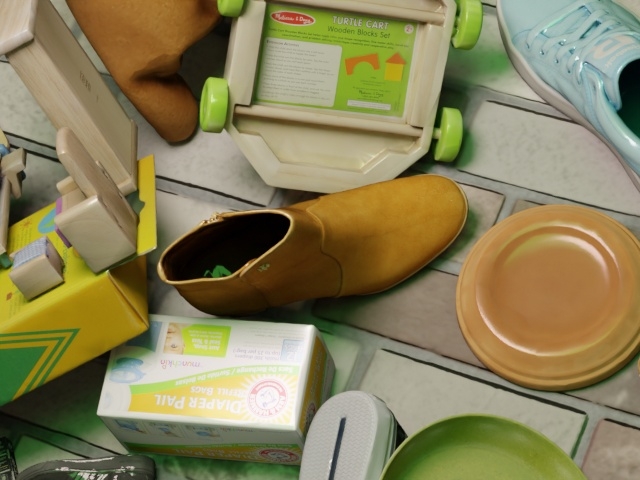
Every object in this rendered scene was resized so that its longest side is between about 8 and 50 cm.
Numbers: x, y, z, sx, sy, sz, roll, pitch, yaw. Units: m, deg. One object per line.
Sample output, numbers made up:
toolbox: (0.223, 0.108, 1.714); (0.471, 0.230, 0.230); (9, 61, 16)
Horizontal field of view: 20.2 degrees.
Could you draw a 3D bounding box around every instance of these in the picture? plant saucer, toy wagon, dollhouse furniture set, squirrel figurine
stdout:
plant saucer: (0.149, 0.275, 1.610); (0.241, 0.037, 0.241); (9, 64, -20)
toy wagon: (0.027, -0.218, 1.805); (0.267, 0.068, 0.344); (6, 103, -14)
plant saucer: (0.230, 0.049, 1.758); (0.200, 0.037, 0.200); (-5, 63, 10)
dollhouse furniture set: (-0.356, -0.065, 1.740); (0.303, 0.198, 0.286); (-27, 29, 10)
squirrel figurine: (-0.115, -0.366, 1.844); (0.370, 0.397, 0.281); (-29, 56, 7)

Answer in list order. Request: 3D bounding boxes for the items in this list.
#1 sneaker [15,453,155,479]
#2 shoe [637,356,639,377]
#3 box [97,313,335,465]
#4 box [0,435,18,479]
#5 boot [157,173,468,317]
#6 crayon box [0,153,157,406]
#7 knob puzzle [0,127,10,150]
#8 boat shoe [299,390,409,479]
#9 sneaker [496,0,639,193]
sneaker: (-0.215, 0.258, 1.746); (0.170, 0.051, 0.089); (-8, 58, 5)
shoe: (0.395, 0.084, 1.698); (0.219, 0.058, 0.076); (-34, 30, -10)
box: (-0.099, 0.146, 1.746); (0.203, 0.103, 0.114); (2, 64, 14)
box: (-0.346, 0.242, 1.803); (0.083, 0.018, 0.067); (-21, 61, 2)
boot: (-0.001, -0.001, 1.729); (0.295, 0.211, 0.104); (-22, 77, 4)
crayon box: (-0.281, 0.056, 1.770); (0.318, 0.081, 0.202); (-28, 29, 10)
knob puzzle: (-0.433, -0.091, 1.985); (0.213, 0.030, 0.213); (-6, 63, 11)
boat shoe: (0.030, 0.304, 1.625); (0.121, 0.119, 0.335); (-8, 55, 43)
sneaker: (0.302, -0.173, 1.790); (0.135, 0.150, 0.366); (-37, 62, -8)
